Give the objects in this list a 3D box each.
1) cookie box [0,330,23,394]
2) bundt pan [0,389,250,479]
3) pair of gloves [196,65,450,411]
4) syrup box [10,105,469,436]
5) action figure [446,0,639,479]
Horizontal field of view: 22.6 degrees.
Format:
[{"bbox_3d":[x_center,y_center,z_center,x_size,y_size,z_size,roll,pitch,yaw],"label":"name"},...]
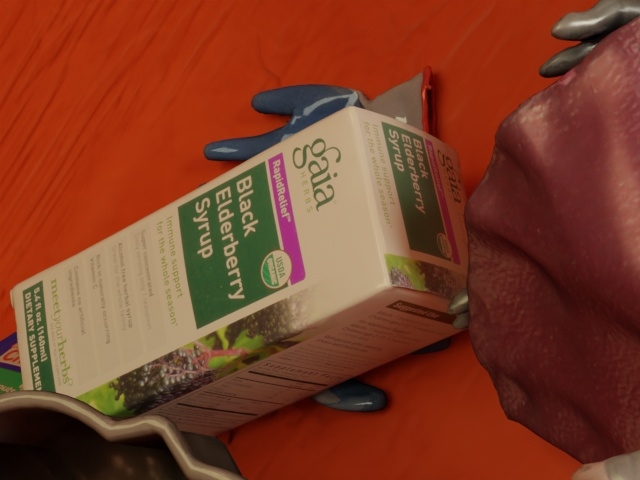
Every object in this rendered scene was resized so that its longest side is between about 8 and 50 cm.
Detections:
[{"bbox_3d":[-0.173,0.098,0.901,0.092,0.107,0.040,13,124,39],"label":"cookie box"},{"bbox_3d":[-0.105,0.230,0.747,0.330,0.124,0.331,-1,88,20],"label":"bundt pan"},{"bbox_3d":[0.000,0.000,0.857,0.159,0.023,0.198,-17,64,32],"label":"pair of gloves"},{"bbox_3d":[-0.039,0.030,0.802,0.237,0.096,0.093,-26,64,32],"label":"syrup box"},{"bbox_3d":[0.209,0.079,0.600,0.275,0.248,0.370,-35,51,-10],"label":"action figure"}]
